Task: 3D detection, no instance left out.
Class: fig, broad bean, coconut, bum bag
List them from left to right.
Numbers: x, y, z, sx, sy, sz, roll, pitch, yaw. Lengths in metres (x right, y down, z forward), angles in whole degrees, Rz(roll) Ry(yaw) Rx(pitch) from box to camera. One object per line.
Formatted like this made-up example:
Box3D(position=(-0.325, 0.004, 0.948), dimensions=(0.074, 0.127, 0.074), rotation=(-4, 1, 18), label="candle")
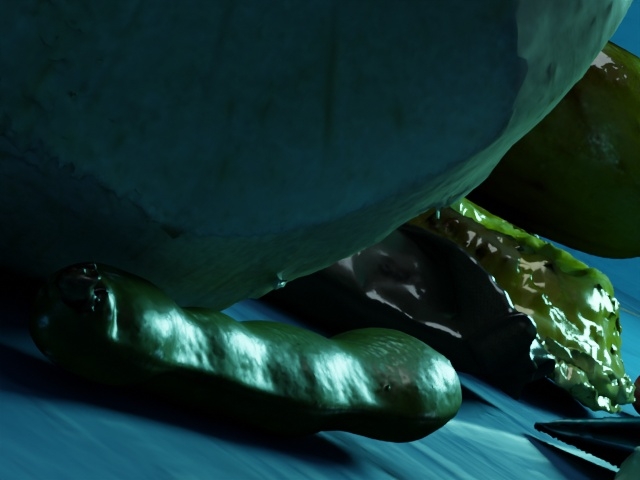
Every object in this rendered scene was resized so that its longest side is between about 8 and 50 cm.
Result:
Box3D(position=(-0.056, -0.142, 0.730), dimensions=(0.346, 0.346, 0.360), rotation=(28, -21, -5), label="coconut")
Box3D(position=(-0.024, 0.042, 0.696), dimensions=(0.256, 0.053, 0.052), rotation=(20, 42, -55), label="broad bean")
Box3D(position=(0.000, 0.000, 1.063), dimensions=(0.326, 0.079, 0.142), rotation=(25, 3, -13), label="bum bag")
Box3D(position=(0.186, -0.045, 1.282), dimensions=(0.274, 0.145, 0.170), rotation=(44, 14, 11), label="fig")

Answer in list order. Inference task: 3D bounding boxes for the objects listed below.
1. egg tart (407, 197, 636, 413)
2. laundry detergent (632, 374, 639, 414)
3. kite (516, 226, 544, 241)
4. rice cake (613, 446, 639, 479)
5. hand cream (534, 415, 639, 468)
Box3D(position=(0.105, 0.023, 1.310), dimensions=(0.279, 0.095, 0.279), rotation=(29, 4, -2), label="egg tart")
Box3D(position=(0.306, 0.147, 1.406), dimensions=(0.097, 0.049, 0.165), rotation=(12, 17, -47), label="laundry detergent")
Box3D(position=(0.080, -0.014, 1.460), dimensions=(0.244, 0.006, 0.198), rotation=(18, -34, 28), label="kite")
Box3D(position=(0.211, 0.147, 0.940), dimensions=(0.211, 0.043, 0.034), rotation=(25, -3, -39), label="rice cake")
Box3D(position=(0.243, 0.115, 0.994), dimensions=(0.120, 0.061, 0.270), rotation=(26, -17, -34), label="hand cream")
